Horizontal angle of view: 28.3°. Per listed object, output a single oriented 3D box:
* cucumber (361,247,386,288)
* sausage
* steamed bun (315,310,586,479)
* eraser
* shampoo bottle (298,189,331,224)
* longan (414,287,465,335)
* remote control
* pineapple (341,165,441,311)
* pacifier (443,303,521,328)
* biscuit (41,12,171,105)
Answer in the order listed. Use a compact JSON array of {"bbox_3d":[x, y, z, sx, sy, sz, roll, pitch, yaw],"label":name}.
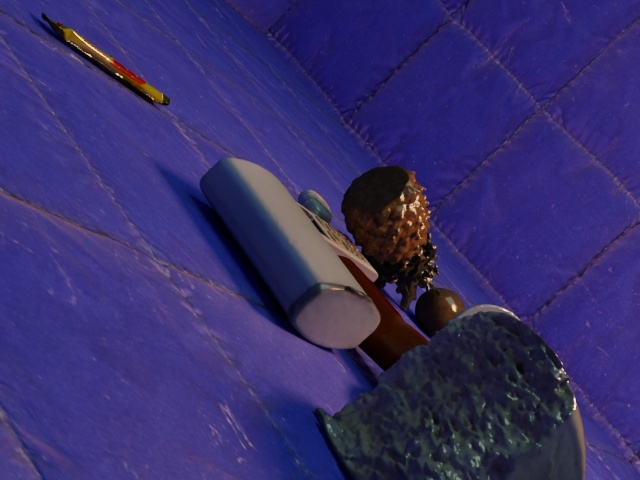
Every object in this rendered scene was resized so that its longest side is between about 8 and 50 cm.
[{"bbox_3d":[0.110,0.052,2.570,0.184,0.033,0.036,-113,-178,-63],"label":"cucumber"},{"bbox_3d":[0.082,0.129,1.925,0.300,0.083,0.089,46,-32,38],"label":"sausage"},{"bbox_3d":[0.192,0.234,1.482,0.273,0.272,0.290,42,14,-28],"label":"steamed bun"},{"bbox_3d":[-0.043,0.017,1.830,0.189,0.104,0.290,27,21,-52],"label":"eraser"},{"bbox_3d":[-0.010,-0.052,2.430,0.077,0.045,0.152,47,8,-11],"label":"shampoo bottle"},{"bbox_3d":[0.238,0.148,2.567,0.106,0.106,0.119,44,-32,-15],"label":"longan"},{"bbox_3d":[0.000,0.000,2.230,0.277,0.055,0.103,34,15,-53],"label":"remote control"},{"bbox_3d":[0.156,0.014,2.419,0.169,0.169,0.340,57,-5,47],"label":"pineapple"},{"bbox_3d":[0.239,0.248,1.997,0.226,0.238,0.287,-7,-66,62],"label":"pacifier"},{"bbox_3d":[-0.337,-0.281,2.017,0.048,0.026,0.292,29,-2,35],"label":"biscuit"}]
